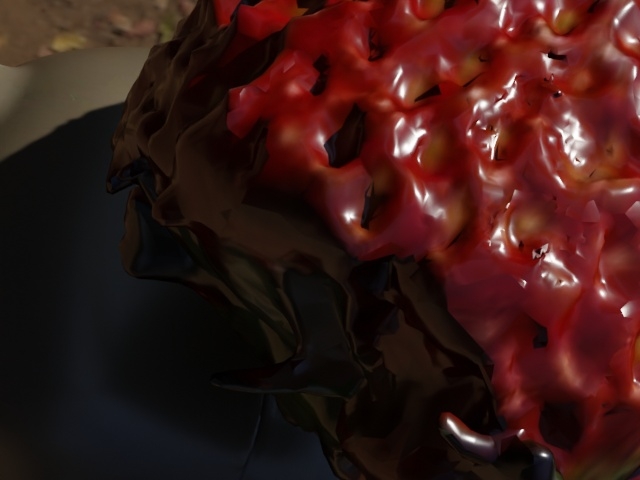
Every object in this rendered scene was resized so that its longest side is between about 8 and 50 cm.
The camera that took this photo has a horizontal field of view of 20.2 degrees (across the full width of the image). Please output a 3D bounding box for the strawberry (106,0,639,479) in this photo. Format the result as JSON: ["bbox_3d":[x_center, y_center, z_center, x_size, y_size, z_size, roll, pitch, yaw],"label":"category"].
[{"bbox_3d":[0.068,-0.020,0.597,0.257,0.261,0.261,-41,137,-10],"label":"strawberry"}]

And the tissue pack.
[{"bbox_3d":[-0.125,0.082,0.884,0.276,0.387,0.267,19,56,-29],"label":"tissue pack"}]
